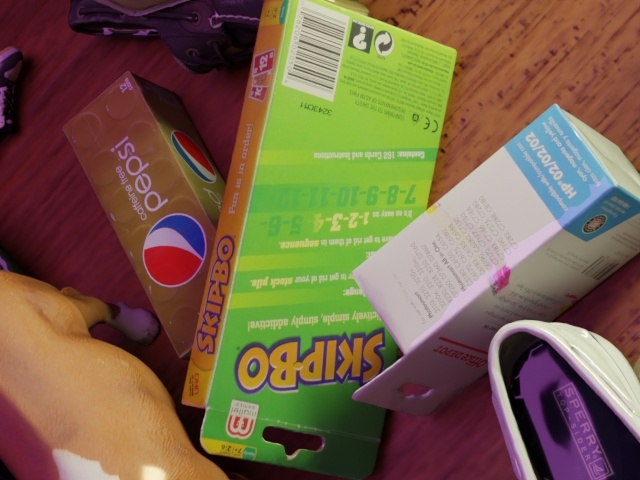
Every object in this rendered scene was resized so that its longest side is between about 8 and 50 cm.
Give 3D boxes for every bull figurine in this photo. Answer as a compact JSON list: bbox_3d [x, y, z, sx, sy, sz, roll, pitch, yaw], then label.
[{"bbox_3d":[-0.106,0.132,0.993,0.101,0.188,0.310,-46,62,13],"label":"bull figurine"}]

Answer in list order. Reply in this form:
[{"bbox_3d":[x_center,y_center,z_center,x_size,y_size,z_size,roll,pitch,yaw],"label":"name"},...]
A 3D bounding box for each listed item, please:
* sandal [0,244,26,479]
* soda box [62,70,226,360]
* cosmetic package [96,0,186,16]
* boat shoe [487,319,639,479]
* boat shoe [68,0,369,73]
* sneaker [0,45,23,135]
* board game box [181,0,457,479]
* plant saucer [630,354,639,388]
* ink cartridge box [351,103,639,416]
[{"bbox_3d":[-0.248,0.184,1.085,0.167,0.107,0.446,-5,80,7],"label":"sandal"},{"bbox_3d":[-0.089,-0.013,1.090,0.061,0.058,0.181,-37,64,17],"label":"soda box"},{"bbox_3d":[-0.097,-0.301,1.025,0.153,0.129,0.296,-14,72,34],"label":"cosmetic package"},{"bbox_3d":[0.151,0.153,0.864,0.095,0.084,0.258,-39,64,16],"label":"boat shoe"},{"bbox_3d":[-0.069,-0.139,1.100,0.223,0.080,0.073,18,96,33],"label":"boat shoe"},{"bbox_3d":[-0.218,-0.090,1.197,0.037,0.032,0.083,33,101,16],"label":"sneaker"},{"bbox_3d":[0.000,0.000,1.002,0.039,0.124,0.259,-1,77,54],"label":"board game box"},{"bbox_3d":[0.274,0.132,0.874,0.278,0.041,0.278,-6,76,28],"label":"plant saucer"},{"bbox_3d":[0.091,0.016,0.959,0.181,0.104,0.061,-40,63,15],"label":"ink cartridge box"}]
